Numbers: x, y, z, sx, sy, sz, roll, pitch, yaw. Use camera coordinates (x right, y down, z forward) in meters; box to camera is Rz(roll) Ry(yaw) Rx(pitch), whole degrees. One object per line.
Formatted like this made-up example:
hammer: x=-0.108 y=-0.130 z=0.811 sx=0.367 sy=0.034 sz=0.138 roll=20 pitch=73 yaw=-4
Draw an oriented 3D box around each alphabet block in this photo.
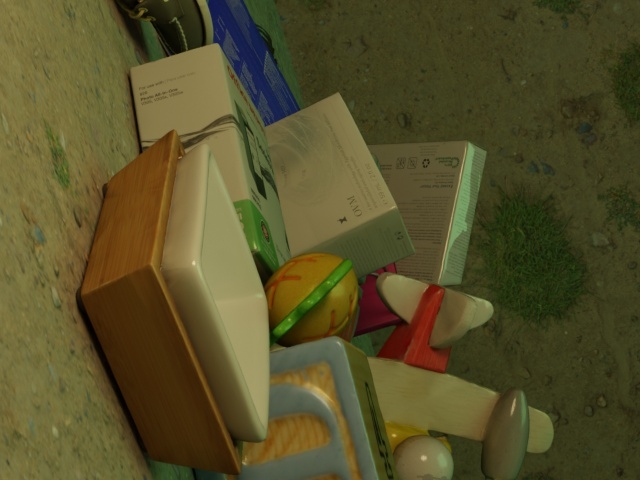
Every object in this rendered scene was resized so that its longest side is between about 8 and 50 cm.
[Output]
alphabet block: x=-0.028 y=0.224 z=1.485 sx=0.197 sy=0.192 sz=0.193 roll=49 pitch=28 yaw=-78

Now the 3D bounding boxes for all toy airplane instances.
toy airplane: x=0.128 y=0.241 z=1.913 sx=0.272 sy=0.386 sz=0.384 roll=-118 pitch=-174 yaw=-56

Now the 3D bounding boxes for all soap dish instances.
soap dish: x=-0.133 y=0.055 z=1.297 sx=0.291 sy=0.118 sz=0.228 roll=-93 pitch=166 yaw=-62

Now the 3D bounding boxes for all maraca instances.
maraca: x=-0.015 y=0.069 z=1.479 sx=0.099 sy=0.127 sz=0.186 roll=43 pitch=11 yaw=1

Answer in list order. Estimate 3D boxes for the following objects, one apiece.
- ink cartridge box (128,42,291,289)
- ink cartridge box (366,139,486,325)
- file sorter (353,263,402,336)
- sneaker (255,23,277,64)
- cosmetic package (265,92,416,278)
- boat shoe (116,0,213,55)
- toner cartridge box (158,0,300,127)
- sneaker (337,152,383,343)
ink cartridge box: x=-0.125 y=-0.057 z=1.626 sx=0.211 sy=0.122 sz=0.289 roll=60 pitch=15 yaw=-62
ink cartridge box: x=0.121 y=-0.008 z=2.368 sx=0.071 sy=0.324 sz=0.330 roll=21 pitch=78 yaw=-42
file sorter: x=0.000 y=0.000 z=2.252 sx=0.182 sy=0.202 sz=0.290 roll=59 pitch=16 yaw=-56
sneaker: x=-0.099 y=-0.268 z=2.446 sx=0.147 sy=0.105 sz=0.295 roll=-90 pitch=160 yaw=-50
cosmetic package: x=-0.020 y=-0.050 z=1.917 sx=0.224 sy=0.225 sz=0.138 roll=65 pitch=2 yaw=33
boat shoe: x=-0.215 y=-0.325 z=1.649 sx=0.109 sy=0.091 sz=0.305 roll=33 pitch=-23 yaw=34
toner cartridge box: x=-0.123 y=-0.236 z=2.025 sx=0.165 sy=0.075 sz=0.347 roll=-85 pitch=156 yaw=-43
sneaker: x=-0.015 y=0.003 z=2.061 sx=0.124 sy=0.180 sz=0.321 roll=62 pitch=41 yaw=-59
